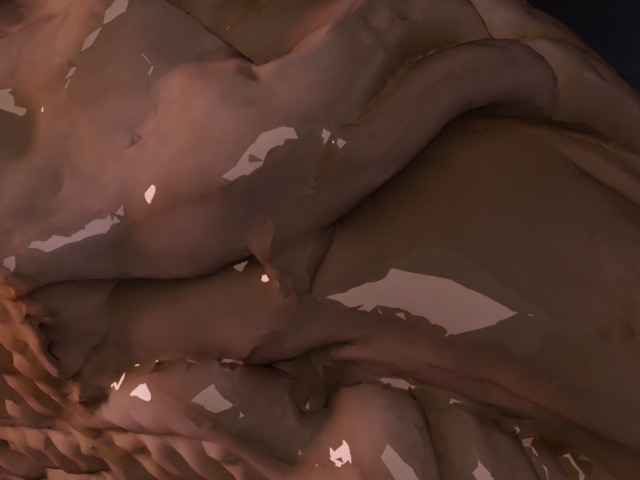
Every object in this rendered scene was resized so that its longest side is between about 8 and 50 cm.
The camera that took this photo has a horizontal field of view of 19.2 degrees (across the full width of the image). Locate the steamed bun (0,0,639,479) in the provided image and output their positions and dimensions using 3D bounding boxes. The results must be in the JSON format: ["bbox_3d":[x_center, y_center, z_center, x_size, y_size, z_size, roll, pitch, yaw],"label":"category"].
[{"bbox_3d":[0.002,0.002,0.605,0.289,0.276,0.203,12,62,33],"label":"steamed bun"}]

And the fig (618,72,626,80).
[{"bbox_3d":[0.077,-0.150,0.697,0.148,0.142,0.186,29,86,-4],"label":"fig"}]
